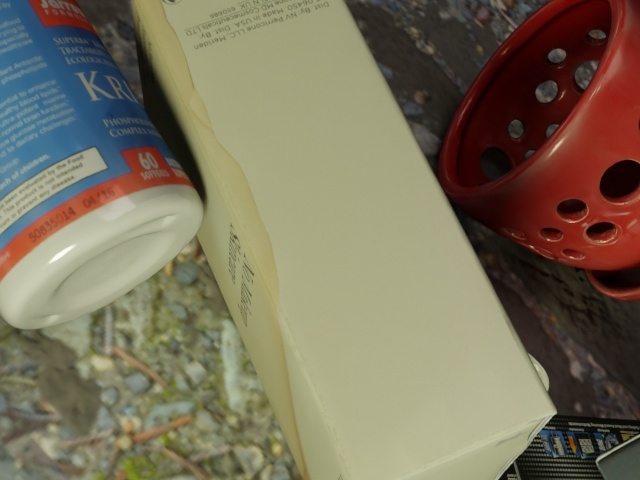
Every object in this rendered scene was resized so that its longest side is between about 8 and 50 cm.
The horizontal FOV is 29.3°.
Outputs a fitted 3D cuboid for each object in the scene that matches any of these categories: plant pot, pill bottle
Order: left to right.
[{"bbox_3d":[-0.169,-0.073,0.671,0.124,0.124,0.221,-22,74,-43],"label":"pill bottle"},{"bbox_3d":[0.209,-0.066,0.890,0.174,0.191,0.191,31,46,-20],"label":"plant pot"}]

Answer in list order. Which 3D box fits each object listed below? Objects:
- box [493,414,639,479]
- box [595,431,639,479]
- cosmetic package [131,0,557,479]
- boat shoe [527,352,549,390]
[{"bbox_3d":[0.173,0.201,0.767,0.191,0.045,0.184,9,51,-32],"label":"box"},{"bbox_3d":[0.366,0.201,0.768,0.294,0.183,0.296,-6,63,-53],"label":"box"},{"bbox_3d":[0.000,0.000,0.695,0.113,0.160,0.309,-20,69,-12],"label":"cosmetic package"},{"bbox_3d":[0.102,0.063,0.825,0.125,0.038,0.046,41,86,5],"label":"boat shoe"}]
